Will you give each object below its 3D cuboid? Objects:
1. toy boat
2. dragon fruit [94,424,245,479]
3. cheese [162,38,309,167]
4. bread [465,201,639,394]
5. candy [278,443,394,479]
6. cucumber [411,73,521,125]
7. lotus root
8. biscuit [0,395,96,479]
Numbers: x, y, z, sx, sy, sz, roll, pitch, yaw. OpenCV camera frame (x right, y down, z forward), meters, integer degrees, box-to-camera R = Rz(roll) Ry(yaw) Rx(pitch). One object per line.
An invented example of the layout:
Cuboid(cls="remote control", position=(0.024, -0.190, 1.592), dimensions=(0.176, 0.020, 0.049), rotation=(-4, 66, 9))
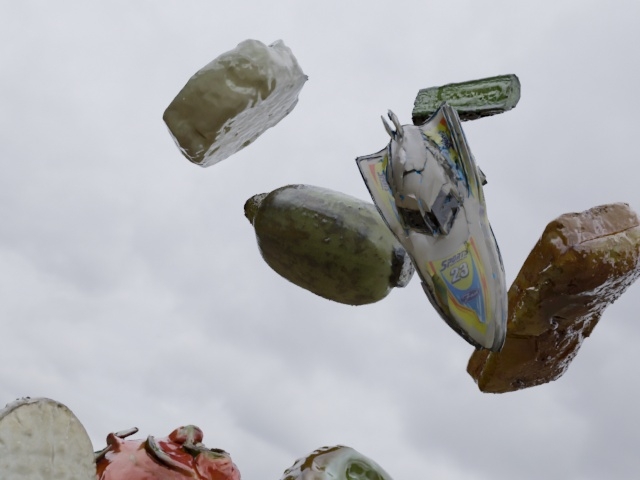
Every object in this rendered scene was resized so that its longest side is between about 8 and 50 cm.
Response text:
Cuboid(cls="toy boat", position=(0.087, -0.008, 0.580), dimensions=(0.084, 0.210, 0.066), rotation=(-30, -43, 16))
Cuboid(cls="dragon fruit", position=(-0.193, 0.301, 0.872), dimensions=(0.224, 0.227, 0.224), rotation=(15, -57, 24))
Cuboid(cls="cheese", position=(-0.162, -0.276, 1.676), dimensions=(0.115, 0.326, 0.318), rotation=(51, -52, 4))
Cuboid(cls="bread", position=(0.246, 0.074, 0.897), dimensions=(0.077, 0.139, 0.271), rotation=(61, -30, 32))
Cuboid(cls="candy", position=(0.048, 0.365, 0.988), dimensions=(0.259, 0.260, 0.118), rotation=(32, -68, -15))
Cuboid(cls="cucumber", position=(0.267, -0.244, 1.518), dimensions=(0.211, 0.078, 0.062), rotation=(1, -22, 43))
Cuboid(cls="lotus root", position=(0.000, 0.000, 1.361), dimensions=(0.309, 0.173, 0.173), rotation=(19, -25, 23))
Cuboid(cls="biscuit", position=(-0.240, 0.207, 0.713), dimensions=(0.020, 0.152, 0.152), rotation=(-9, -39, 26))
